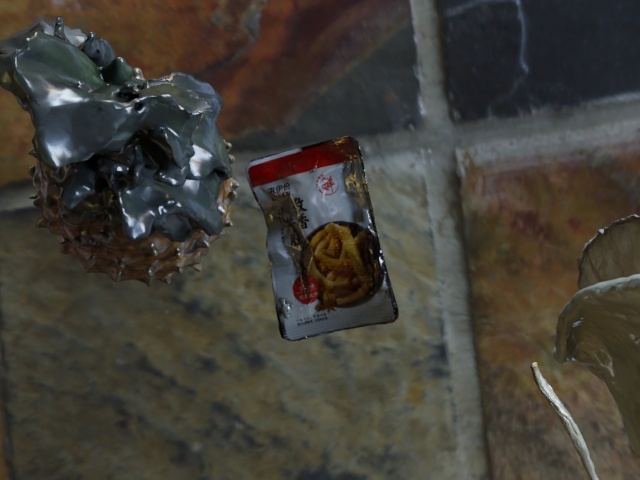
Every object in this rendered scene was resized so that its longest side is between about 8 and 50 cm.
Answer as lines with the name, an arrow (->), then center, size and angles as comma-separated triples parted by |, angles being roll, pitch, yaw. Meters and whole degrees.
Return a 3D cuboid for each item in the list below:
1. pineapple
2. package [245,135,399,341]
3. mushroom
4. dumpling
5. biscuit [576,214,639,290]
pineapple -> -0.129, -0.057, 0.683 | 0.141, 0.310, 0.170 | -44, 88, -8
package -> 0.000, 0.000, 1.379 | 0.154, 0.030, 0.239 | -12, 91, 13
mushroom -> 0.297, 0.245, 1.226 | 0.028, 0.026, 0.286 | -23, 111, 31
dumpling -> 0.201, 0.072, 0.536 | 0.179, 0.252, 0.131 | 30, 84, 14
biscuit -> 0.336, 0.065, 1.211 | 0.040, 0.265, 0.188 | -17, 42, -12
